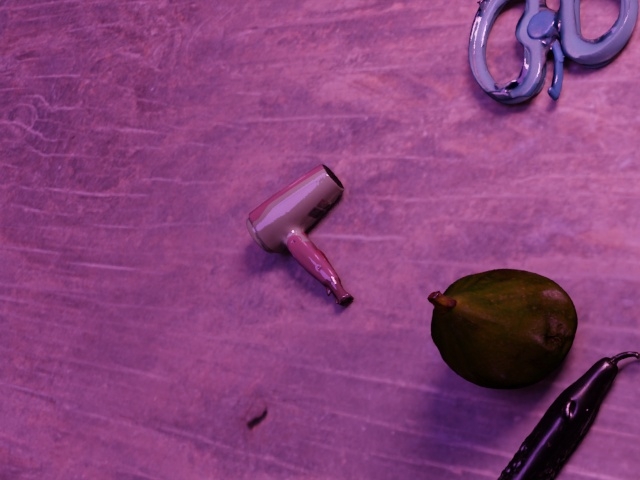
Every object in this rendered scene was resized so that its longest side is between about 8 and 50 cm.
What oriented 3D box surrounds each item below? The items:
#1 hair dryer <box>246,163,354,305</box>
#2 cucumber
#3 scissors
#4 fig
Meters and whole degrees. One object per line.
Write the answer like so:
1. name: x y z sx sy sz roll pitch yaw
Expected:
1. hair dryer: -0.004 0.006 1.283 0.106 0.054 0.154 -35 61 15
2. cucumber: 0.207 0.152 1.039 0.043 0.039 0.163 34 94 22
3. scissors: 0.229 -0.313 1.253 0.180 0.032 0.392 -15 61 33
4. fig: 0.138 0.074 1.042 0.117 0.177 0.117 -2 86 35
